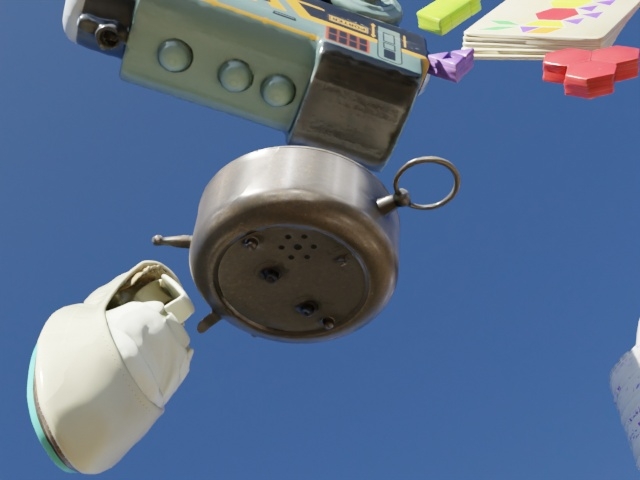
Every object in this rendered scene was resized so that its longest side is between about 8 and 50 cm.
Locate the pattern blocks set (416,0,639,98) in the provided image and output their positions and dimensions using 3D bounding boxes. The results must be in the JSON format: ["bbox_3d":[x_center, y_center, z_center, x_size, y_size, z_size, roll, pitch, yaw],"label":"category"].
[{"bbox_3d":[0.228,-0.211,0.951,0.324,0.285,0.026,-35,-53,-39],"label":"pattern blocks set"}]

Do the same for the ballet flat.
[{"bbox_3d":[-0.115,0.061,0.600,0.086,0.248,0.086,-1,-79,-6],"label":"ballet flat"}]

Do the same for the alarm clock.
[{"bbox_3d":[0.000,0.000,0.605,0.192,0.064,0.129,-29,-56,24],"label":"alarm clock"}]

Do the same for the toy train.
[{"bbox_3d":[-0.057,-0.177,0.860,0.333,0.190,0.142,18,-58,-10],"label":"toy train"}]

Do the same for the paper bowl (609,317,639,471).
[{"bbox_3d":[0.400,0.103,0.876,0.284,0.148,0.284,-9,-31,-5],"label":"paper bowl"}]
